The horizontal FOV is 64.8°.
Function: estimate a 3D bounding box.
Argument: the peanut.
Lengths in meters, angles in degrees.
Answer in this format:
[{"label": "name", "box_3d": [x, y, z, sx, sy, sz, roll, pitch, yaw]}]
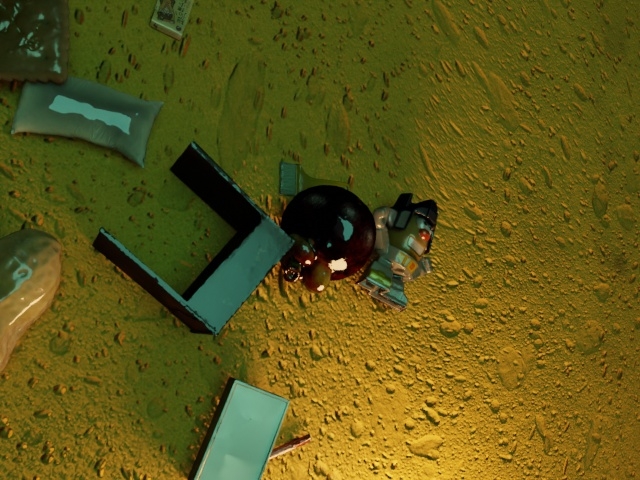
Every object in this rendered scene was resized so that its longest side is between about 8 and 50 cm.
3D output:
[{"label": "peanut", "box_3d": [-0.557, 0.120, 0.856, 0.149, 0.149, 0.313, 41, 67, -19]}]

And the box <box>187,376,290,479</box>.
[{"label": "box", "box_3d": [-0.171, 0.419, 1.056, 0.129, 0.086, 0.225, 25, 72, -13]}]

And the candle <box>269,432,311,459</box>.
[{"label": "candle", "box_3d": [-0.098, 0.479, 1.138, 0.167, 0.026, 0.021, -14, 68, -27]}]

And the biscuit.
[{"label": "biscuit", "box_3d": [-0.618, -0.386, 0.889, 0.324, 0.044, 0.217, -1, 83, -13]}]

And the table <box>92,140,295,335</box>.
[{"label": "table", "box_3d": [-0.256, 0.006, 1.013, 0.282, 0.196, 0.251, 45, 67, -15]}]

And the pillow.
[{"label": "pillow", "box_3d": [-0.451, -0.242, 0.991, 0.253, 0.078, 0.144, 13, 81, -25]}]

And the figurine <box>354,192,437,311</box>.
[{"label": "figurine", "box_3d": [0.201, 0.019, 1.290, 0.308, 0.143, 0.309, -41, 138, -50]}]

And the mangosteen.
[{"label": "mangosteen", "box_3d": [0.000, 0.000, 1.129, 0.228, 0.228, 0.265, 53, 55, -14]}]

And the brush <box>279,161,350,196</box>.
[{"label": "brush", "box_3d": [-0.010, -0.143, 1.268, 0.205, 0.011, 0.083, 5, 80, -29]}]

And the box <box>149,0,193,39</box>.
[{"label": "box", "box_3d": [-0.326, -0.530, 1.129, 0.073, 0.020, 0.149, 19, 75, -27]}]
